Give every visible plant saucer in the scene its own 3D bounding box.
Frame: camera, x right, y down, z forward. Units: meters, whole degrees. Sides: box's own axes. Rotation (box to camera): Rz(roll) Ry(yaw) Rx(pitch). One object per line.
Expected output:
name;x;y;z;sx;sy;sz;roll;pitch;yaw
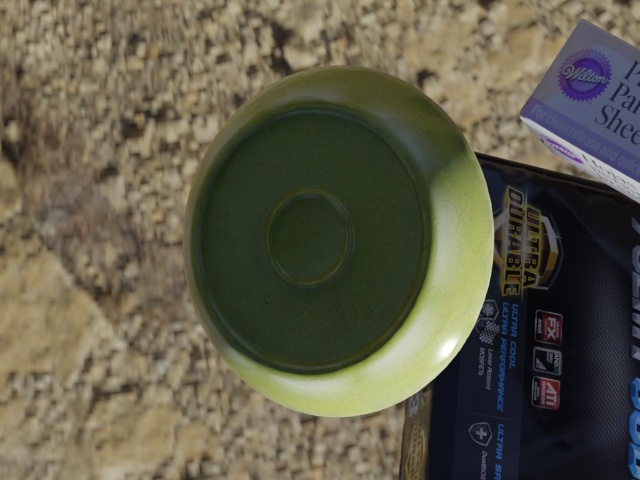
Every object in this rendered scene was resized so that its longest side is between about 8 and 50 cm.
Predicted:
plant saucer;0.000;0.000;1.288;0.241;0.241;0.037;-52;158;18

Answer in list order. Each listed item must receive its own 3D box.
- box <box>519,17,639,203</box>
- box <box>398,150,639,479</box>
box;0.247;-0.006;0.944;0.067;0.324;0.063;-55;150;0
box;0.214;0.099;1.459;0.293;0.295;0.073;13;154;-13
